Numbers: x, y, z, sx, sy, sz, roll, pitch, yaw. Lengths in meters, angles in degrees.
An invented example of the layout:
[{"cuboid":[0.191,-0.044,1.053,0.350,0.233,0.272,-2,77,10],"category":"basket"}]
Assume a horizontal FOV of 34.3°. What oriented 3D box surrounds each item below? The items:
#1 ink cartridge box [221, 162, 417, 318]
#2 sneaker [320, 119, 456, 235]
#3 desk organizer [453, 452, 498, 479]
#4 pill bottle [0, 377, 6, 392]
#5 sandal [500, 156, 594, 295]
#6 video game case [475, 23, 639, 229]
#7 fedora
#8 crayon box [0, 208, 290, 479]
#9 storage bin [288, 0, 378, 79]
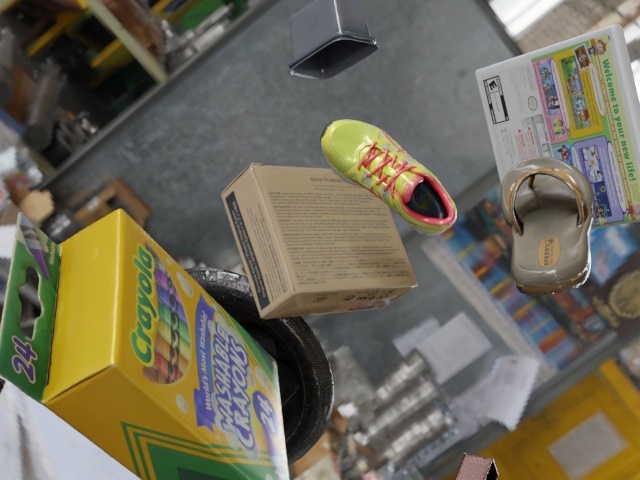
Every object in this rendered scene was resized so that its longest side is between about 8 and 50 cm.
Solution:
[{"cuboid":[0.000,0.000,1.431,0.234,0.088,0.193,0,62,-41],"category":"ink cartridge box"},{"cuboid":[0.093,-0.083,1.295,0.208,0.081,0.094,34,-1,-9],"category":"sneaker"},{"cuboid":[0.235,0.401,1.634,0.130,0.050,0.047,-58,138,-41],"category":"desk organizer"},{"cuboid":[-0.407,0.125,0.936,0.219,0.123,0.123,26,16,-12],"category":"pill bottle"},{"cuboid":[0.200,-0.028,0.944,0.219,0.090,0.060,-69,141,-56],"category":"sandal"},{"cuboid":[0.278,-0.115,1.176,0.023,0.193,0.212,-15,92,-42],"category":"video game case"},{"cuboid":[-0.122,0.181,1.579,0.334,0.334,0.152,52,21,-2],"category":"fedora"},{"cuboid":[-0.149,0.117,0.962,0.323,0.083,0.203,49,20,-37],"category":"crayon box"},{"cuboid":[0.017,-0.306,1.532,0.098,0.135,0.091,2,74,-40],"category":"storage bin"}]
